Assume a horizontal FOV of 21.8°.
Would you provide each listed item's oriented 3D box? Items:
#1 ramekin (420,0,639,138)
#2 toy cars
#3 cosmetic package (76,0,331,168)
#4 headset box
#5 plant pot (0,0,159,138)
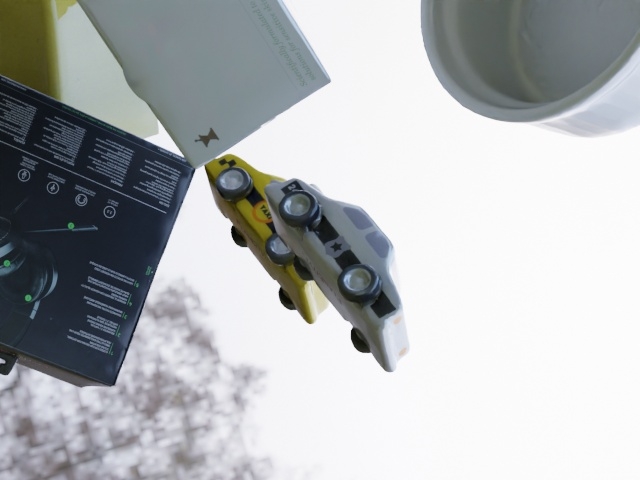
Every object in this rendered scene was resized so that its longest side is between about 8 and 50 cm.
[{"bbox_3d":[0.240,-0.228,1.558,0.277,0.135,0.277,-14,-112,39],"label":"ramekin"},{"bbox_3d":[0.000,0.000,1.551,0.176,0.087,0.394,62,-12,-17],"label":"toy cars"},{"bbox_3d":[-0.122,-0.233,1.569,0.197,0.155,0.365,57,4,-23],"label":"cosmetic package"},{"bbox_3d":[-0.303,0.004,1.774,0.131,0.246,0.283,-12,-122,66],"label":"headset box"},{"bbox_3d":[-0.334,-0.211,1.982,0.212,0.212,0.187,9,-72,26],"label":"plant pot"}]
